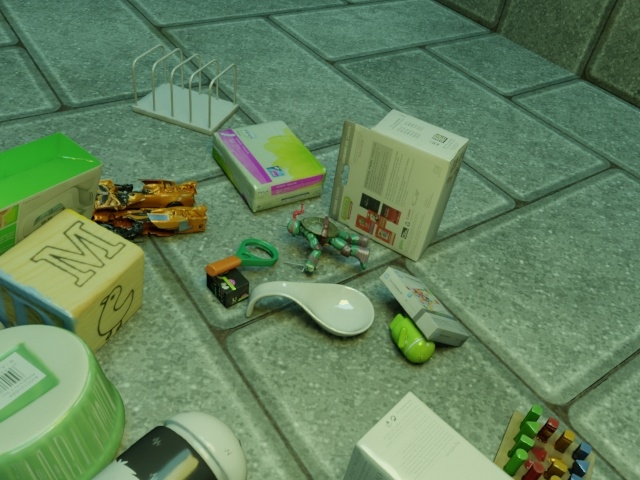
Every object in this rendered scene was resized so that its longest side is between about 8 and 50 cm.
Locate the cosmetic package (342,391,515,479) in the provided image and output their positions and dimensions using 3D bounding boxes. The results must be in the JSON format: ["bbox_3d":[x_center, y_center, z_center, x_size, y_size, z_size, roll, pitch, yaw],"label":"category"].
[{"bbox_3d":[0.156,0.397,0.838,0.225,0.224,0.138,36,47,27],"label":"cosmetic package"}]

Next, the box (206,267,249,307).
[{"bbox_3d":[-0.205,0.097,1.233,0.062,0.052,0.083,-26,51,-33],"label":"box"}]

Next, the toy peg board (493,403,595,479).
[{"bbox_3d":[0.412,0.391,1.003,0.161,0.079,0.161,27,45,19],"label":"toy peg board"}]

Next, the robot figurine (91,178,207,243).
[{"bbox_3d":[-0.431,-0.084,1.342,0.291,0.085,0.211,-2,42,-30],"label":"robot figurine"}]

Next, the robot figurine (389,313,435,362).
[{"bbox_3d":[0.194,0.208,1.173,0.101,0.067,0.115,15,30,-42],"label":"robot figurine"}]

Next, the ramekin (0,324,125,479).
[{"bbox_3d":[-0.478,0.274,0.875,0.304,0.148,0.303,-1,37,1],"label":"ramekin"}]

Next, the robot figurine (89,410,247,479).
[{"bbox_3d":[-0.237,0.382,0.824,0.209,0.173,0.278,35,48,22],"label":"robot figurine"}]

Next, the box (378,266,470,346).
[{"bbox_3d":[0.226,0.145,1.217,0.145,0.038,0.186,22,23,-47],"label":"box"}]

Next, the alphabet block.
[{"bbox_3d":[-0.479,0.091,1.072,0.194,0.192,0.197,29,45,6],"label":"alphabet block"}]

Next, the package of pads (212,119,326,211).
[{"bbox_3d":[-0.143,-0.219,1.559,0.229,0.101,0.296,-17,49,-26],"label":"package of pads"}]

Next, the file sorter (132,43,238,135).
[{"bbox_3d":[-0.422,-0.483,1.748,0.278,0.173,0.192,18,42,10],"label":"file sorter"}]

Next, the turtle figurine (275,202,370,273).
[{"bbox_3d":[0.000,0.000,1.341,0.234,0.118,0.175,14,41,-3],"label":"turtle figurine"}]

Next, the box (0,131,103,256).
[{"bbox_3d":[-0.585,-0.057,1.091,0.127,0.231,0.262,36,37,7],"label":"box"}]

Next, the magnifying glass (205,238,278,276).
[{"bbox_3d":[-0.176,0.041,1.263,0.092,0.026,0.231,34,23,18],"label":"magnifying glass"}]

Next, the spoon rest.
[{"bbox_3d":[-0.020,0.139,1.198,0.277,0.084,0.137,7,42,-2],"label":"spoon rest"}]

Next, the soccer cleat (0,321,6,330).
[{"bbox_3d":[-0.698,0.216,0.927,0.331,0.115,0.143,-29,18,-36],"label":"soccer cleat"}]

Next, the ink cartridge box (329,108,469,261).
[{"bbox_3d":[0.181,-0.147,1.384,0.272,0.309,0.130,28,44,19],"label":"ink cartridge box"}]
